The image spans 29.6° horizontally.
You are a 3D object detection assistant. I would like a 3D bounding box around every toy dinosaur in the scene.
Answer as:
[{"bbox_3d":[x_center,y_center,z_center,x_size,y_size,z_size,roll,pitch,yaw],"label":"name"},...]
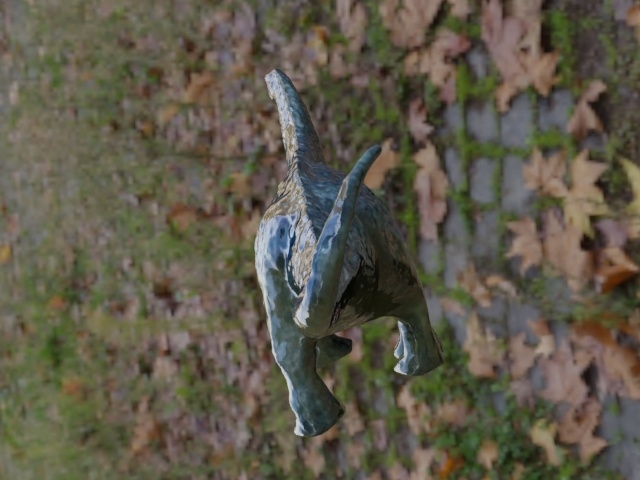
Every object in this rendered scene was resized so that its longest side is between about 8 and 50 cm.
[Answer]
[{"bbox_3d":[0.004,0.009,0.565,0.363,0.076,0.147,-99,-11,-75],"label":"toy dinosaur"}]
